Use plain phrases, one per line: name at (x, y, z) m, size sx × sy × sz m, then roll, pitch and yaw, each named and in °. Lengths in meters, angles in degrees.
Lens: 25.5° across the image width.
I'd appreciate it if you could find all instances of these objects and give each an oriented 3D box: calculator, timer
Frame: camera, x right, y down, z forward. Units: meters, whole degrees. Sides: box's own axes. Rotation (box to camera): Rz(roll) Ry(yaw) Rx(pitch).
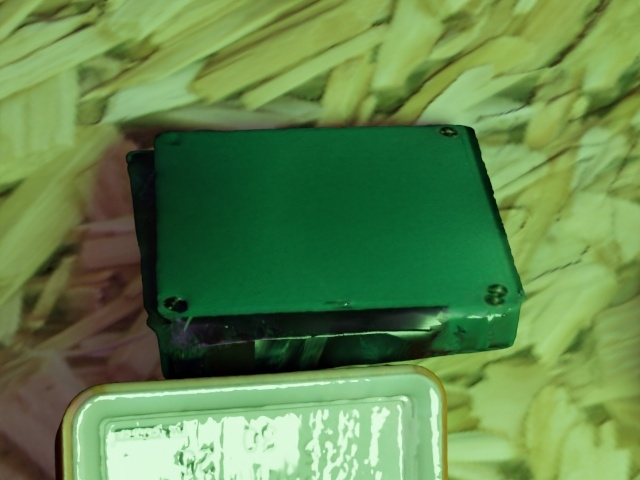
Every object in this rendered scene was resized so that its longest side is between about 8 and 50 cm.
calculator at (0.000, 0.000, 1.037) m, size 0.274 × 0.058 × 0.248 m, roll -4°, pitch 39°, yaw -7°
timer at (-0.049, 0.221, 0.945) m, size 0.257 × 0.161 × 0.250 m, roll -2°, pitch 78°, yaw -20°
